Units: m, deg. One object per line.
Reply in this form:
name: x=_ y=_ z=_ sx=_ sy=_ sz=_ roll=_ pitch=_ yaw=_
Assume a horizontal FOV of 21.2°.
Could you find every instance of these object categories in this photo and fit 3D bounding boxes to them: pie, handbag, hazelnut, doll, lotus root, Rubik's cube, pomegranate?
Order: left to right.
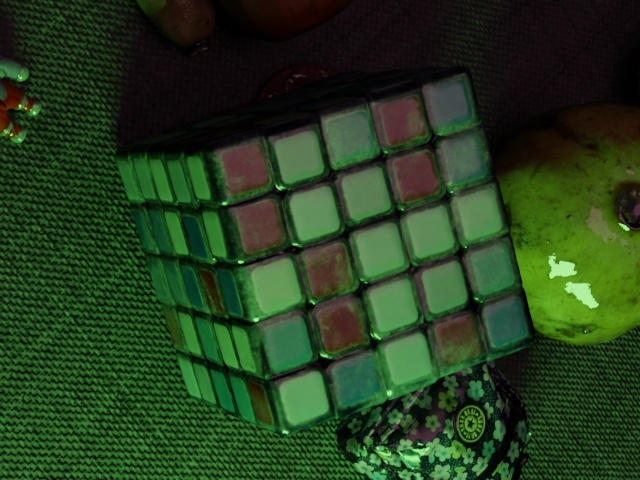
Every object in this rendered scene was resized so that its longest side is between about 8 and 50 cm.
doll: x=-0.362 y=-0.162 z=1.614 sx=0.227 sy=0.075 sz=0.102 roll=29 pitch=83 yaw=-39
lotus root: x=-0.153 y=-0.258 z=1.761 sx=0.072 sy=0.063 sz=0.152 roll=-42 pitch=114 yaw=-16
hazelnut: x=-0.032 y=-0.317 z=1.764 sx=0.214 sy=0.176 sz=0.214 roll=-35 pitch=132 yaw=-50
pie: x=-0.010 y=-0.120 z=1.865 sx=0.154 sy=0.036 sz=0.154 roll=0 pitch=89 yaw=-32
Rubik's cube: x=0.000 y=0.000 z=1.693 sx=0.292 sy=0.287 sz=0.293 roll=-17 pitch=100 yaw=-22
handbag: x=0.139 y=0.218 z=1.898 sx=0.208 sy=0.127 sz=0.228 roll=50 pitch=63 yaw=-25
pomegranate: x=0.309 y=-0.024 z=1.939 sx=0.281 sy=0.281 sz=0.281 roll=1 pitch=88 yaw=-33

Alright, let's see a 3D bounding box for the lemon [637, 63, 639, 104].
lemon: x=0.495 y=-0.195 z=2.100 sx=0.231 sy=0.192 sz=0.192 roll=-30 pitch=104 yaw=-23
